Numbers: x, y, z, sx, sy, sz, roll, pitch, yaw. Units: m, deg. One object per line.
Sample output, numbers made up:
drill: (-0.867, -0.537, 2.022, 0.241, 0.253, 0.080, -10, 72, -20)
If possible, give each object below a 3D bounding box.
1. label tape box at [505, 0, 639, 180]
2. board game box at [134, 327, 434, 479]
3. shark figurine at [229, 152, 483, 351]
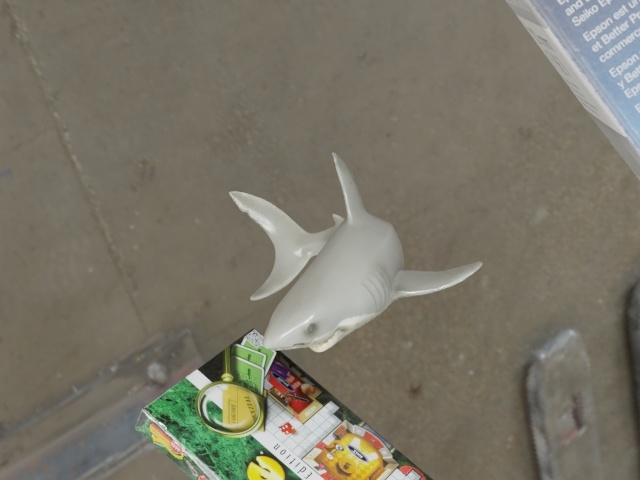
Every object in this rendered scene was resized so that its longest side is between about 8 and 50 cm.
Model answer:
label tape box: (0.208, -0.203, 0.617, 0.249, 0.115, 0.347, -38, 102, 10)
board game box: (0.002, 0.181, 0.841, 0.136, 0.260, 0.030, -36, 159, -46)
shark figurine: (0.013, -0.011, 0.870, 0.166, 0.278, 0.116, -21, 103, -4)
